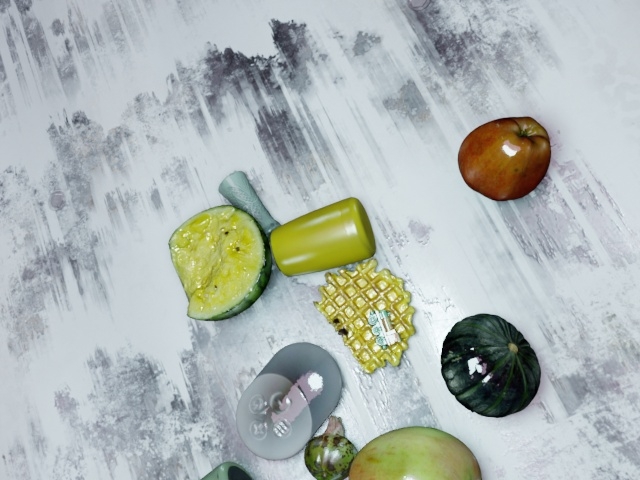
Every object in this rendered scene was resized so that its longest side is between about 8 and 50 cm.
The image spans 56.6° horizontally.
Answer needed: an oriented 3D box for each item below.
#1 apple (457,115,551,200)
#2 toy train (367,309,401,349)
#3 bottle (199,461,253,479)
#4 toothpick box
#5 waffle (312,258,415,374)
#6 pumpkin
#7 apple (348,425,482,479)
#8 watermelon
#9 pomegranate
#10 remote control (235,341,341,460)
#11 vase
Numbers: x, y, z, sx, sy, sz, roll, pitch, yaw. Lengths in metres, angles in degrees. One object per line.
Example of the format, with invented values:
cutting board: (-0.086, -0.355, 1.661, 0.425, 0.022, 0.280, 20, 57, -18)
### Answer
apple: (0.476, -0.212, 1.518, 0.234, 0.234, 0.233, -4, 76, 15)
toy train: (0.162, 0.225, 1.529, 0.064, 0.044, 0.103, -22, 75, 3)
bottle: (-0.325, 0.738, 1.542, 0.347, 0.168, 0.168, -40, 70, 8)
toothpick box: (0.000, 0.000, 1.623, 0.272, 0.175, 0.174, -18, 73, 13)
waffle: (0.116, 0.200, 1.600, 0.284, 0.065, 0.309, 4, 76, 13)
pumpkin: (0.401, 0.301, 1.433, 0.250, 0.216, 0.249, 6, 67, -15)
apple: (0.213, 0.582, 1.355, 0.277, 0.319, 0.318, -3, 76, 31)
watermelon: (-0.260, 0.071, 1.669, 0.331, 0.189, 0.330, -6, 71, 18)
pomegranate: (0.025, 0.531, 1.511, 0.138, 0.126, 0.163, -11, 73, 26)
remote control: (-0.086, 0.425, 1.579, 0.221, 0.103, 0.332, 38, 87, 21)
vase: (-0.202, -0.095, 1.746, 0.096, 0.096, 0.219, -40, 73, 3)
